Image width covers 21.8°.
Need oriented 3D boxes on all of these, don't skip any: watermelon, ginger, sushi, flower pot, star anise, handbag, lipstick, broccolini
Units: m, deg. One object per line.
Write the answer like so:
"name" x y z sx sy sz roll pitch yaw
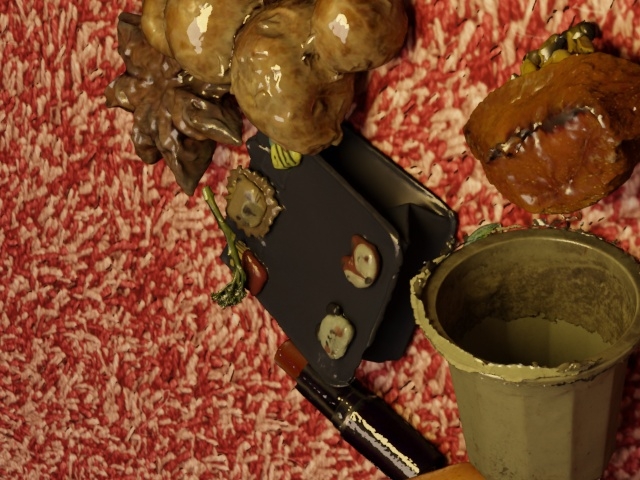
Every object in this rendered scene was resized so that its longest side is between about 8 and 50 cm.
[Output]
"watermelon" 0.210 0.021 2.123 0.061 0.085 0.085 26 134 -4
"ginger" -0.072 -0.264 2.136 0.375 0.176 0.256 24 112 27
"sushi" 0.291 -0.135 1.882 0.167 0.179 0.296 48 142 -9
"flower pot" 0.258 0.152 1.994 0.290 0.290 0.259 25 140 34
"star anise" -0.196 -0.221 2.327 0.315 0.108 0.315 6 98 50
"handbag" 0.000 0.000 2.260 0.329 0.122 0.303 42 135 23
"lipstick" 0.049 0.246 2.366 0.300 0.081 0.081 39 133 23
"broccolini" -0.129 0.012 2.304 0.052 0.054 0.194 6 118 23

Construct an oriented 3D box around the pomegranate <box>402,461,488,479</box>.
"pomegranate" 0.202 0.481 2.093 0.411 0.411 0.411 22 125 36
